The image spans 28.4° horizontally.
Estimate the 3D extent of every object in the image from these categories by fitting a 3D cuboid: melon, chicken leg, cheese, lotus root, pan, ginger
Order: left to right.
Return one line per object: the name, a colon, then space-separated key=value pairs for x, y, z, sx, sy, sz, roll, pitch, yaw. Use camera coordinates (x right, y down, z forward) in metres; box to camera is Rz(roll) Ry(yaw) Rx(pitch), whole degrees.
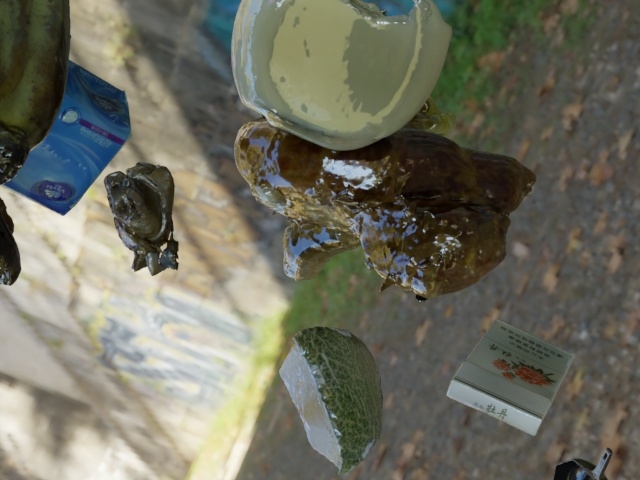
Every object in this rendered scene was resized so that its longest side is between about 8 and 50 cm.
lotus root: x=-0.345 y=-0.197 z=1.317 sx=0.173 sy=0.173 sz=0.309 roll=122 pitch=151 yaw=-62
chicken leg: x=-0.212 y=-0.039 z=1.495 sx=0.196 sy=0.081 sz=0.125 roll=86 pitch=176 yaw=-59
ginger: x=0.001 y=0.002 z=1.980 sx=0.190 sy=0.095 sz=0.069 roll=-28 pitch=5 yaw=38
melon: x=0.001 y=0.157 z=1.384 sx=0.093 sy=0.139 sz=0.202 roll=-22 pitch=31 yaw=15
cheese: x=0.021 y=-0.244 z=1.594 sx=0.233 sy=0.266 sz=0.127 roll=-60 pitch=15 yaw=22
ginger: x=0.070 y=-0.051 z=1.724 sx=0.176 sy=0.418 sz=0.254 roll=100 pitch=-173 yaw=-58
pan: x=0.425 y=0.384 z=1.917 sx=0.128 sy=0.048 sz=0.202 roll=70 pitch=155 yaw=12

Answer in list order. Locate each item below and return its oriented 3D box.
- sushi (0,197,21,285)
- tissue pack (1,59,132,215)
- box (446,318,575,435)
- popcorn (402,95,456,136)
sushi: x=-0.517 y=-0.027 z=1.735 sx=0.200 sy=0.213 sz=0.204 roll=-90 pitch=-3 yaw=-60
tissue pack: x=-0.448 y=-0.186 z=1.905 sx=0.198 sy=0.263 sz=0.146 roll=-47 pitch=36 yaw=21
box: x=0.225 y=0.154 z=1.464 sx=0.198 sy=0.109 sz=0.029 roll=-37 pitch=-32 yaw=-63
popcorn: x=0.126 y=-0.203 z=2.414 sx=0.237 sy=0.293 sz=0.293 roll=83 pitch=-160 yaw=-43
